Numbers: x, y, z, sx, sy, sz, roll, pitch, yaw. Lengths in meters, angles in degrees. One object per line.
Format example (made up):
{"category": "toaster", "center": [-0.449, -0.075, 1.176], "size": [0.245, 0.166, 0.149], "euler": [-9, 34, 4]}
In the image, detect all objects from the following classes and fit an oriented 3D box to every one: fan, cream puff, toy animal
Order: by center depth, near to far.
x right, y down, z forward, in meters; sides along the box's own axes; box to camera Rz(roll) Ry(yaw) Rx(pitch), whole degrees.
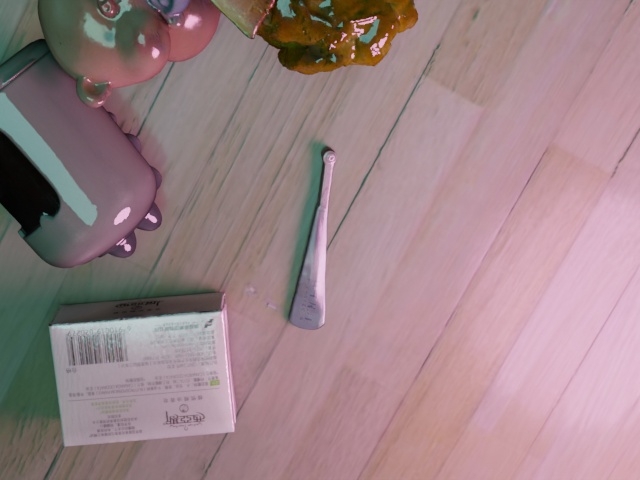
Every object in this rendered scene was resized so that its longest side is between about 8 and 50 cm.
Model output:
{"category": "toy animal", "center": [-0.257, -0.317, 1.674], "size": [0.229, 0.221, 0.210], "euler": [-30, 91, 11]}
{"category": "cream puff", "center": [0.017, -0.338, 1.694], "size": [0.244, 0.196, 0.244], "euler": [-1, 104, -5]}
{"category": "fan", "center": [0.000, 0.000, 1.864], "size": [0.057, 0.023, 0.282], "euler": [9, 104, -3]}

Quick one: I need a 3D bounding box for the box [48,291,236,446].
{"category": "box", "center": [-0.262, 0.190, 1.848], "size": [0.260, 0.111, 0.195], "euler": [-4, 104, -4]}

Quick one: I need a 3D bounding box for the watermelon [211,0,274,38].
{"category": "watermelon", "center": [-0.081, -0.431, 1.579], "size": [0.159, 0.128, 0.303], "euler": [26, 113, -6]}

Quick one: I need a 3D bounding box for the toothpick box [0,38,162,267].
{"category": "toothpick box", "center": [-0.358, -0.108, 1.733], "size": [0.229, 0.229, 0.316], "euler": [-38, 104, 6]}
